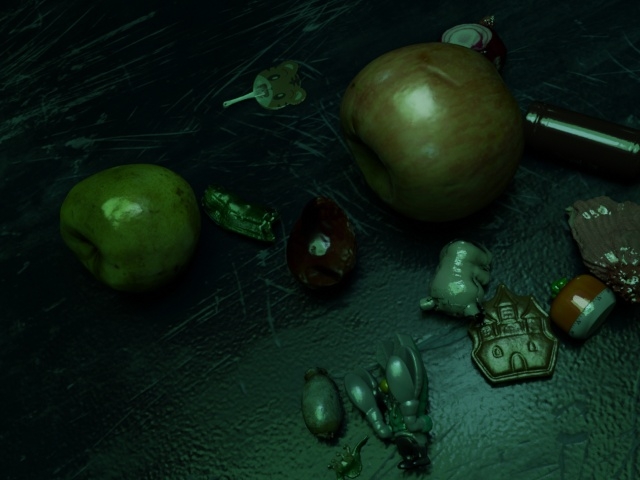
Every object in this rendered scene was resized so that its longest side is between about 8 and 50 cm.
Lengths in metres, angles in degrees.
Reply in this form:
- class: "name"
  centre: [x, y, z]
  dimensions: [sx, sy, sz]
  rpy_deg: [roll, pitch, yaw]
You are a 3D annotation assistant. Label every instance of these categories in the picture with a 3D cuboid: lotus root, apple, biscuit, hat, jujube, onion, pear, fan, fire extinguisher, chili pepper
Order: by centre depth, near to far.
- class: "lotus root"
  centre: [0.002, 0.331, 1.519]
  dimensions: [0.088, 0.088, 0.165]
  rpy_deg: [-12, 52, 5]
- class: "hat"
  centre: [0.636, 0.024, 1.526]
  dimensions: [0.237, 0.107, 0.286]
  rpy_deg: [2, 41, 13]
- class: "biscuit"
  centre: [0.397, 0.187, 1.535]
  dimensions: [0.182, 0.034, 0.215]
  rpy_deg: [-10, 62, 6]
- class: "apple"
  centre: [0.247, -0.236, 1.585]
  dimensions: [0.346, 0.391, 0.391]
  rpy_deg: [-29, 62, -6]
- class: "jujube"
  centre: [0.000, 0.000, 1.647]
  dimensions: [0.168, 0.168, 0.236]
  rpy_deg: [-10, 45, 6]
- class: "fire extinguisher"
  centre: [0.627, -0.217, 1.654]
  dimensions: [0.337, 0.114, 0.135]
  rpy_deg: [23, 26, 21]
- class: "pear"
  centre: [-0.419, -0.041, 1.675]
  dimensions: [0.304, 0.304, 0.304]
  rpy_deg: [-5, 63, 9]
- class: "chili pepper"
  centre: [-0.189, -0.060, 1.764]
  dimensions: [0.224, 0.061, 0.098]
  rpy_deg: [27, 86, 19]
- class: "onion"
  centre: [0.385, -0.471, 1.826]
  dimensions: [0.173, 0.135, 0.198]
  rpy_deg: [23, 55, 24]
- class: "fan"
  centre: [-0.154, -0.397, 1.954]
  dimensions: [0.227, 0.008, 0.152]
  rpy_deg: [-17, 62, 1]

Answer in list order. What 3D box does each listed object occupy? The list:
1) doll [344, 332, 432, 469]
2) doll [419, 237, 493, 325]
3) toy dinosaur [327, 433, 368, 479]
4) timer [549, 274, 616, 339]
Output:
- class: "doll"
  centre: [0.158, 0.305, 1.452]
  dimensions: [0.195, 0.153, 0.258]
  rpy_deg: [-53, 45, 24]
- class: "doll"
  centre: [0.297, 0.086, 1.568]
  dimensions: [0.149, 0.095, 0.192]
  rpy_deg: [6, 67, 25]
- class: "toy dinosaur"
  centre: [0.062, 0.444, 1.483]
  dimensions: [0.060, 0.029, 0.119]
  rpy_deg: [42, 72, 10]
- class: "timer"
  centre: [0.526, 0.127, 1.508]
  dimensions: [0.136, 0.099, 0.136]
  rpy_deg: [-7, 50, 8]
